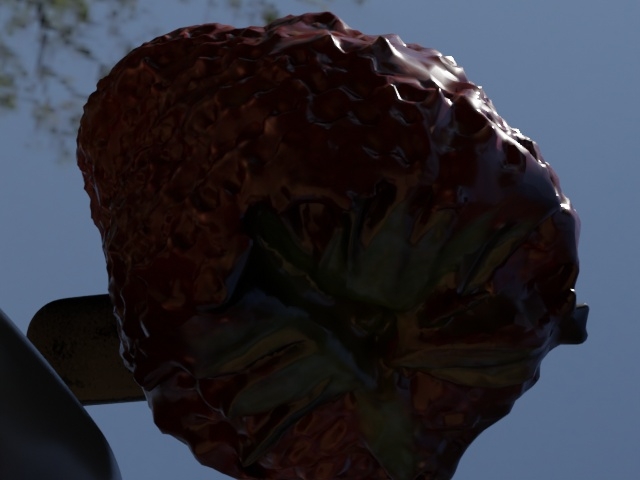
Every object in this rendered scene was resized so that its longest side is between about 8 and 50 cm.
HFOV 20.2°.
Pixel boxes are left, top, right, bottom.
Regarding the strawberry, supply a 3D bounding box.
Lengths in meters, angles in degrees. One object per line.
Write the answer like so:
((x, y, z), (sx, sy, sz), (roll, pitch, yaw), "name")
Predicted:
((-0.002, -0.003, 0.989), (0.261, 0.261, 0.258), (-59, -155, 25), "strawberry")

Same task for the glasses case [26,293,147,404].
((-0.166, 0.113, 1.977), (0.082, 0.321, 0.122), (24, 61, -84), "glasses case")

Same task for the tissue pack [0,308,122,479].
((-0.288, 0.163, 0.845), (0.267, 0.387, 0.277), (47, -27, 11), "tissue pack")
